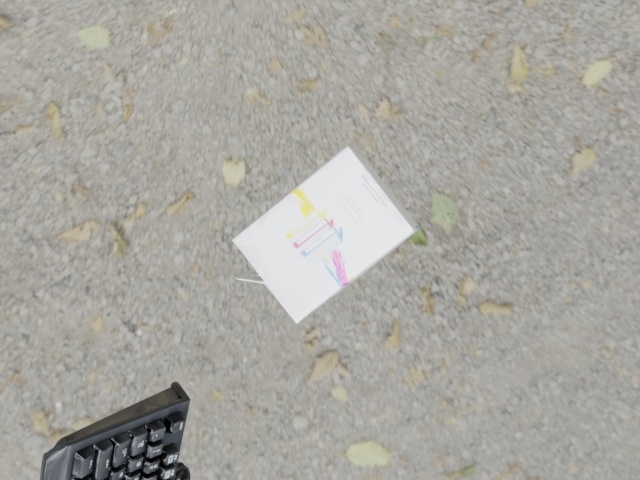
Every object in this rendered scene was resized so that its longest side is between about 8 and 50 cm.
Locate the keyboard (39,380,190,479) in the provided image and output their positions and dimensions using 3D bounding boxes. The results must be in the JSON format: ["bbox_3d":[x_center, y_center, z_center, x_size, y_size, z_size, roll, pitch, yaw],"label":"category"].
[{"bbox_3d":[-0.096,0.154,0.499,0.023,0.108,0.180,30,120,28],"label":"keyboard"}]

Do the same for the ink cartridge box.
[{"bbox_3d":[0.000,0.000,0.858,0.143,0.092,0.090,-39,86,8],"label":"ink cartridge box"}]
